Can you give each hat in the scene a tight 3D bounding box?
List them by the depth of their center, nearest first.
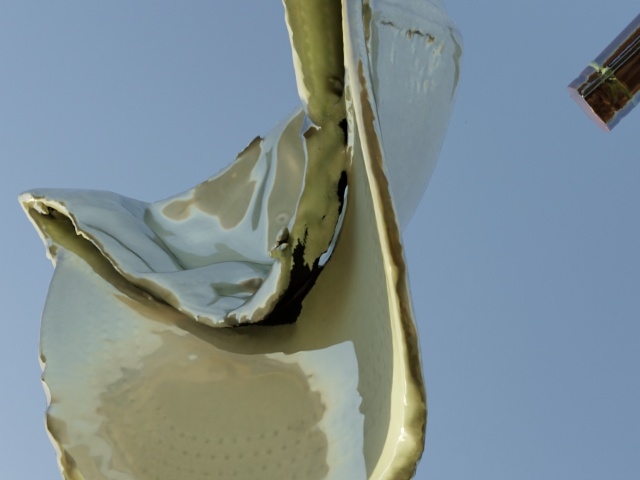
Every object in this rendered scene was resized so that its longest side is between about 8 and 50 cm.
[{"bbox_3d":[-0.006,-0.005,0.431,0.168,0.301,0.258,23,-53,-37],"label":"hat"}]

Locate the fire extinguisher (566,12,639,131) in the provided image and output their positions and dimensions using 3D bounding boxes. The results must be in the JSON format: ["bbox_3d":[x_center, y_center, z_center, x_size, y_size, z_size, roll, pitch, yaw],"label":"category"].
[{"bbox_3d":[0.228,-0.141,0.589,0.158,0.064,0.043,-47,-115,10],"label":"fire extinguisher"}]
